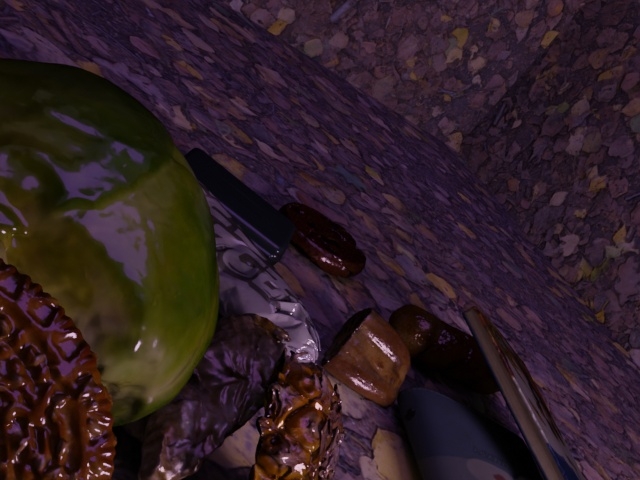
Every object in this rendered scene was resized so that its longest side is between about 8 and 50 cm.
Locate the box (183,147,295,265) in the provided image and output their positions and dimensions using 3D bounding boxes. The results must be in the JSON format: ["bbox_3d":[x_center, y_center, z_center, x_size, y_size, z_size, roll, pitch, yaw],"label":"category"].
[{"bbox_3d":[-0.149,-0.056,1.410,0.230,0.050,0.160,38,19,-7],"label":"box"}]

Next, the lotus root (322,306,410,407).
[{"bbox_3d":[0.079,0.168,1.292,0.135,0.095,0.159,39,24,-15],"label":"lotus root"}]

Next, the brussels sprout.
[{"bbox_3d":[-0.264,-0.001,0.742,0.371,0.276,0.314,22,43,-19],"label":"brussels sprout"}]

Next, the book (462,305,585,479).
[{"bbox_3d":[0.361,0.328,1.328,0.300,0.039,0.427,45,19,-53],"label":"book"}]

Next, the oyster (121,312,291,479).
[{"bbox_3d":[-0.117,0.154,0.891,0.110,0.166,0.341,45,31,5],"label":"oyster"}]

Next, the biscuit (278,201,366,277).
[{"bbox_3d":[0.000,0.000,1.578,0.192,0.049,0.192,29,20,-12],"label":"biscuit"}]

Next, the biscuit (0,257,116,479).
[{"bbox_3d":[-0.270,0.133,0.498,0.305,0.038,0.305,7,70,-21],"label":"biscuit"}]

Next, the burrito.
[{"bbox_3d":[-0.126,0.041,1.167,0.445,0.101,0.139,47,9,25],"label":"burrito"}]

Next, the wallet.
[{"bbox_3d":[0.245,0.365,1.187,0.252,0.083,0.360,27,23,-22],"label":"wallet"}]

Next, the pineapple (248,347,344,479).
[{"bbox_3d":[-0.021,0.214,0.819,0.076,0.224,0.225,11,17,8],"label":"pineapple"}]

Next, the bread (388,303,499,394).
[{"bbox_3d":[0.255,0.207,1.546,0.344,0.084,0.124,28,23,-32],"label":"bread"}]
